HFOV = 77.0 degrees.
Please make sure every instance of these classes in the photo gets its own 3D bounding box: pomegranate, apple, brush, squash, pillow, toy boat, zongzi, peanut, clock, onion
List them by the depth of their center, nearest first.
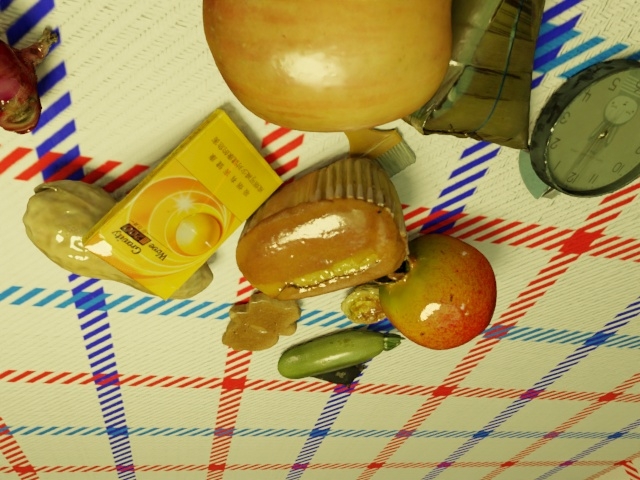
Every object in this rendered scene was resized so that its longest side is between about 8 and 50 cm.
[{"bbox_3d":[0.014,-0.231,0.414,0.240,0.242,0.242,8,134,9],"label":"apple"},{"bbox_3d":[-0.383,-0.215,0.486,0.150,0.140,0.150,31,157,15],"label":"onion"},{"bbox_3d":[0.253,-0.249,0.524,0.289,0.123,0.260,1,129,-27],"label":"zongzi"},{"bbox_3d":[0.041,-0.183,0.616,0.103,0.013,0.272,-33,128,21],"label":"brush"},{"bbox_3d":[0.446,-0.167,0.635,0.214,0.042,0.215,-3,123,-5],"label":"clock"},{"bbox_3d":[-0.322,0.015,0.679,0.313,0.149,0.149,27,124,-34],"label":"peanut"},{"bbox_3d":[0.383,-0.125,0.708,0.122,0.034,0.096,21,125,-13],"label":"toy boat"},{"bbox_3d":[0.206,0.091,0.766,0.256,0.221,0.221,27,125,-19],"label":"pomegranate"},{"bbox_3d":[0.042,0.276,0.999,0.340,0.095,0.094,-17,133,13],"label":"squash"},{"bbox_3d":[0.043,0.357,1.100,0.150,0.048,0.090,24,128,-24],"label":"pillow"}]

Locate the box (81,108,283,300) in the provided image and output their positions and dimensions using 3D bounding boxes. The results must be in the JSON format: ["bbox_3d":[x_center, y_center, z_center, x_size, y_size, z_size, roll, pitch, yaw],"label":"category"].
[{"bbox_3d":[-0.197,-0.049,0.609,0.269,0.043,0.152,-47,127,-6],"label":"box"}]

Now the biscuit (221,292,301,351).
[{"bbox_3d":[-0.140,0.195,0.935,0.165,0.036,0.225,18,131,-21],"label":"biscuit"}]

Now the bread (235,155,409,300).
[{"bbox_3d":[0.000,0.000,0.676,0.288,0.156,0.204,-17,131,17],"label":"bread"}]

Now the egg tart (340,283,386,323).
[{"bbox_3d":[0.109,0.136,0.898,0.130,0.052,0.130,-2,134,-3],"label":"egg tart"}]
